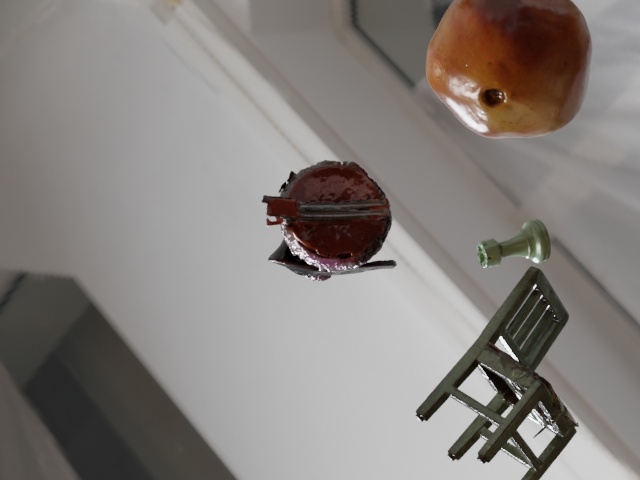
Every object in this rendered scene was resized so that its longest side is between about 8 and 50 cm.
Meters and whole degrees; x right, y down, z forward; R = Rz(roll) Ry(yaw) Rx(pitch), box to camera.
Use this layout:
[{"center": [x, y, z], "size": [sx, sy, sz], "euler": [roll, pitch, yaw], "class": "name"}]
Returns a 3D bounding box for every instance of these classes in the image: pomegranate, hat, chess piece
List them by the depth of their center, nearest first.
[{"center": [-0.002, 0.003, 1.668], "size": [0.140, 0.129, 0.227], "euler": [-22, -18, -16], "class": "hat"}, {"center": [0.233, -0.226, 1.823], "size": [0.209, 0.209, 0.209], "euler": [-38, -17, -14], "class": "pomegranate"}, {"center": [0.289, 0.010, 2.222], "size": [0.103, 0.067, 0.067], "euler": [-15, -25, -15], "class": "chess piece"}]

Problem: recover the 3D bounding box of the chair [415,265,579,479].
[{"center": [0.277, 0.192, 1.975], "size": [0.270, 0.147, 0.136], "euler": [-48, -45, -12], "class": "chair"}]
